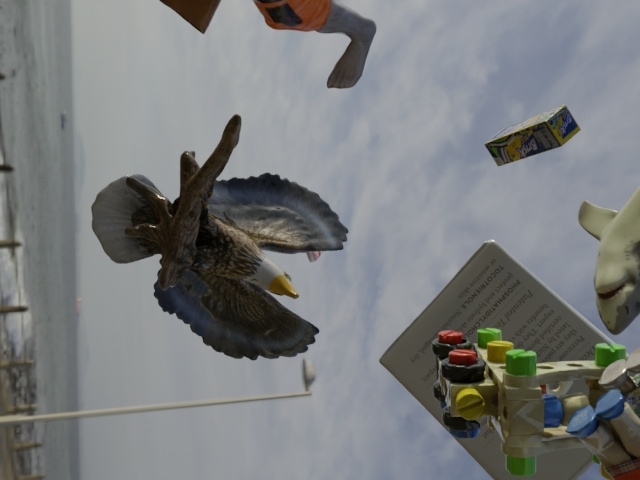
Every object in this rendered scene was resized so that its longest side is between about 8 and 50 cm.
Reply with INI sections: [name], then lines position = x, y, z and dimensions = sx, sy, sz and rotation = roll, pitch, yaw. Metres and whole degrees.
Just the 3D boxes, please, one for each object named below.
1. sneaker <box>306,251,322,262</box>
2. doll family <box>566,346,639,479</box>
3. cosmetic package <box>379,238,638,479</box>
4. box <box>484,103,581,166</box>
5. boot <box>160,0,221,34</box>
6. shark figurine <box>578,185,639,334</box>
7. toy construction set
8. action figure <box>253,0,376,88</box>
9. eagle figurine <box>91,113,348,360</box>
[sneaker]
position = 0.000, 0.000, 1.385
dimensions = 0.134, 0.070, 0.051
rotation = -92, 162, -72
[doll family]
position = 0.327, 0.133, 0.505
dimensions = 0.263, 0.118, 0.163
rotation = -41, -94, 25
[cosmetic package]
position = 0.398, 0.261, 1.351
dimensions = 0.393, 0.329, 0.327
rotation = 44, -81, 22
[box]
position = 0.371, -0.183, 1.198
dimensions = 0.054, 0.059, 0.169
rotation = 56, -22, -9
[boot]
position = -0.092, -0.402, 0.895
dimensions = 0.280, 0.264, 0.096
rotation = -58, -170, 2
[shark figurine]
position = 0.367, -0.036, 0.647
dimensions = 0.278, 0.116, 0.166
rotation = -51, -164, 19
[toy construction set]
position = 0.240, 0.170, 0.759
dimensions = 0.328, 0.215, 0.151
rotation = 69, 20, -78
[action figure]
position = -0.085, -0.299, 0.489
dimensions = 0.341, 0.178, 0.330
rotation = 62, 6, 23
[eagle figurine]
position = -0.100, 0.019, 0.816
dimensions = 0.225, 0.226, 0.298
rotation = 65, 11, 20
